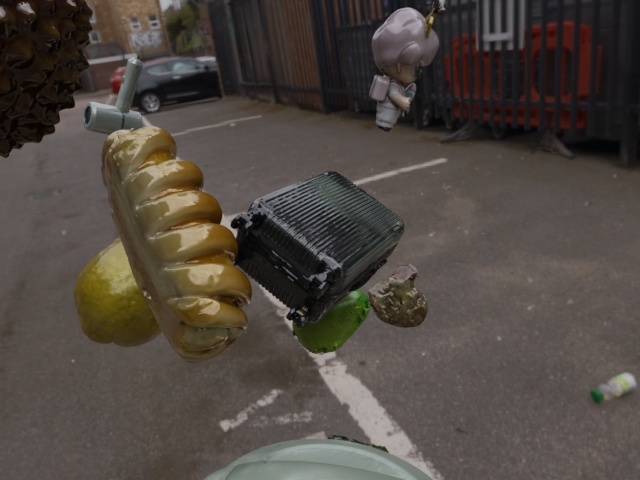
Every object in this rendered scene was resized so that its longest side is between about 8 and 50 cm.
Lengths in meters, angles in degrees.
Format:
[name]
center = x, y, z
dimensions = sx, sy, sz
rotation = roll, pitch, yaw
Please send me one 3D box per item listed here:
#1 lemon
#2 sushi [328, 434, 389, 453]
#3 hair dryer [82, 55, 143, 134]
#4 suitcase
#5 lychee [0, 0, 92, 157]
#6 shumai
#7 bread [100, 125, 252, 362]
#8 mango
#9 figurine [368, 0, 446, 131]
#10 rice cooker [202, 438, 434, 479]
[lemon]
center = -0.471, 0.118, 1.375
dimensions = 0.316, 0.285, 0.285
rotation = -49, 23, 3
[sushi]
center = 0.081, 0.724, 1.393
dimensions = 0.178, 0.351, 0.294
rotation = 3, 13, 13
[hair dryer]
center = -0.317, -0.231, 0.847
dimensions = 0.082, 0.137, 0.047
rotation = 6, 29, -44
[suitcase]
center = 0.000, 0.000, 0.881
dimensions = 0.202, 0.128, 0.312
rotation = 38, 32, 15
[lychee]
center = -0.310, -0.181, 0.384
dimensions = 0.268, 0.267, 0.267
rotation = -8, 20, 3
[shumai]
center = 0.252, 0.173, 1.715
dimensions = 0.161, 0.153, 0.209
rotation = -28, 50, -32
[bread]
center = -0.184, -0.006, 0.681
dimensions = 0.121, 0.311, 0.173
rotation = -19, -16, -28
[mango]
center = 0.023, 0.162, 1.125
dimensions = 0.178, 0.119, 0.100
rotation = -33, 18, 13
[figurine]
center = 0.135, -0.303, 0.912
dimensions = 0.112, 0.229, 0.137
rotation = 16, 20, 3
[rice cooker]
center = 0.001, 0.361, 0.543
dimensions = 0.289, 0.276, 0.288
rotation = 3, 9, -1
